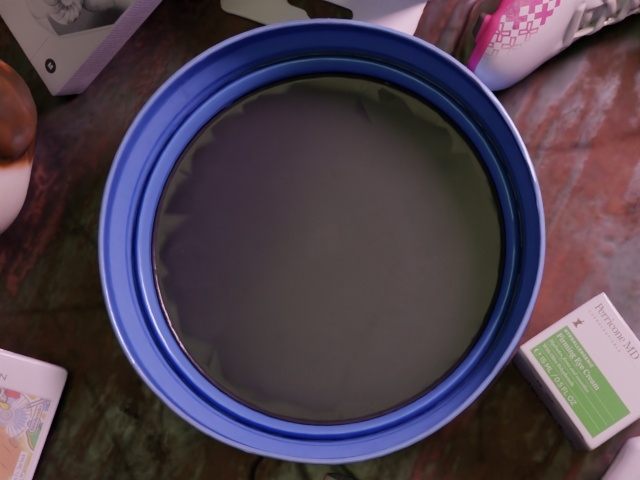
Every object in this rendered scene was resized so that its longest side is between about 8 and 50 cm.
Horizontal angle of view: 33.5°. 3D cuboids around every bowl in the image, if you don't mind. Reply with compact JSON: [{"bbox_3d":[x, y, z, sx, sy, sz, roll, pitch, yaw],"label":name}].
[{"bbox_3d":[0.000,0.000,0.947,0.391,0.077,0.391,-1,82,8],"label":"bowl"}]

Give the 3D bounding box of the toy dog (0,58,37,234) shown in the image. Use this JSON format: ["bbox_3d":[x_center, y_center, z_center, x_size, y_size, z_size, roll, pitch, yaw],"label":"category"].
[{"bbox_3d":[-0.443,-0.110,0.892,0.284,0.408,0.395,-64,34,28],"label":"toy dog"}]

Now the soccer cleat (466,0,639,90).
[{"bbox_3d":[0.267,-0.247,0.939,0.143,0.116,0.331,37,87,10],"label":"soccer cleat"}]

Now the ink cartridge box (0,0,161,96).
[{"bbox_3d":[-0.233,-0.285,0.978,0.224,0.045,0.223,-39,81,32],"label":"ink cartridge box"}]

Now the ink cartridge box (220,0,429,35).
[{"bbox_3d":[0.044,-0.362,0.984,0.207,0.119,0.353,20,84,11],"label":"ink cartridge box"}]

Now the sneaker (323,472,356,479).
[{"bbox_3d":[0.056,0.255,0.915,0.134,0.051,0.070,19,85,13],"label":"sneaker"}]

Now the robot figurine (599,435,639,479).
[{"bbox_3d":[0.325,0.274,0.799,0.300,0.200,0.353,34,85,37],"label":"robot figurine"}]

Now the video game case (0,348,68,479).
[{"bbox_3d":[-0.354,0.193,0.929,0.206,0.026,0.226,22,82,-28],"label":"video game case"}]

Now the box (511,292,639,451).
[{"bbox_3d":[0.225,0.113,0.890,0.087,0.102,0.101,-34,77,-1],"label":"box"}]
